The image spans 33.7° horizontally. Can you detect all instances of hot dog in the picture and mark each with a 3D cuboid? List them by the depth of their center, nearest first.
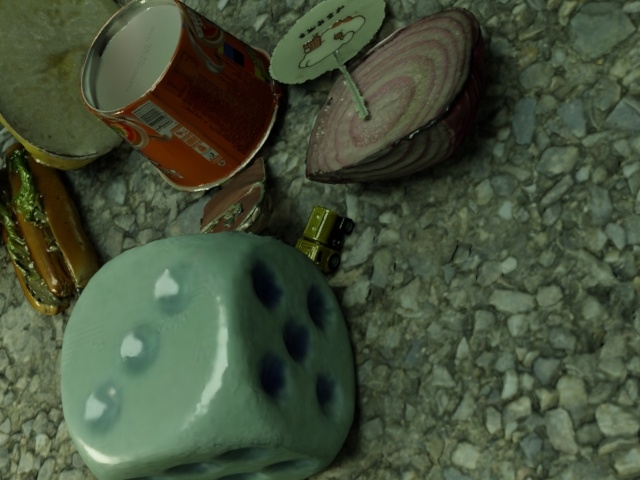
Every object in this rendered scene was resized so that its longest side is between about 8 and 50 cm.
[{"bbox_3d":[-0.456,-0.031,1.690,0.135,0.100,0.337,-41,54,17],"label":"hot dog"}]

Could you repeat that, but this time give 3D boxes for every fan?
[{"bbox_3d":[0.024,-0.244,1.425,0.191,0.009,0.329,-33,37,9],"label":"fan"}]

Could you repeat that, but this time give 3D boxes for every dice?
[{"bbox_3d":[-0.132,0.158,1.282,0.268,0.264,0.262,-18,63,28],"label":"dice"}]

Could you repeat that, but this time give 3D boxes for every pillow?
[{"bbox_3d":[-0.118,-0.036,1.424,0.126,0.043,0.232,-39,19,11],"label":"pillow"}]

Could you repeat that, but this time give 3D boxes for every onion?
[{"bbox_3d":[0.118,-0.168,1.342,0.250,0.111,0.247,-20,39,40],"label":"onion"}]

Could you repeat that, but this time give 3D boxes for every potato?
[{"bbox_3d":[-0.484,-0.274,1.765,0.397,0.290,0.296,56,145,-2],"label":"potato"}]

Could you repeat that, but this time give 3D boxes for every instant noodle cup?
[{"bbox_3d":[-0.206,-0.219,1.513,0.250,0.192,0.250,-17,58,30],"label":"instant noodle cup"}]

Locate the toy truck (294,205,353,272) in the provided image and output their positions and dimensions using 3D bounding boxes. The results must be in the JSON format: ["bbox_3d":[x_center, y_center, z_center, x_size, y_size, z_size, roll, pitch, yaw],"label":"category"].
[{"bbox_3d":[0.000,0.000,1.383,0.049,0.054,0.083,18,84,38],"label":"toy truck"}]

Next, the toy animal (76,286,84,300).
[{"bbox_3d":[-0.297,0.159,1.472,0.148,0.084,0.233,-107,19,-58],"label":"toy animal"}]
